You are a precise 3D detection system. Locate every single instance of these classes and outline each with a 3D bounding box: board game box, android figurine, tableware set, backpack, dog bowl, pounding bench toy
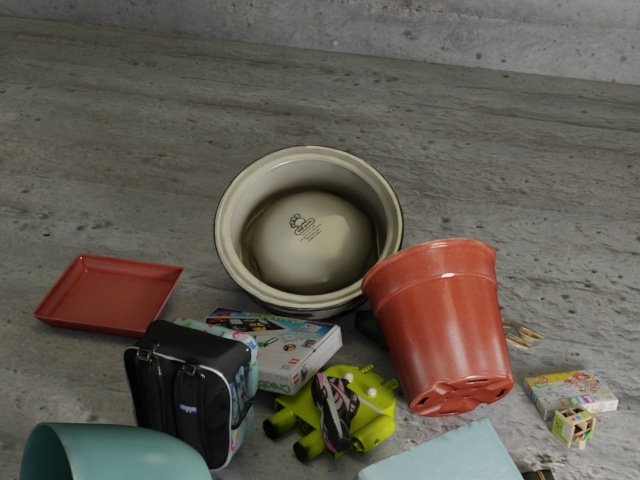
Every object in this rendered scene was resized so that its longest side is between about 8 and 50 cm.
[{"bbox_3d":[0.492,0.302,1.974,0.154,0.026,0.103,-6,32,-13],"label":"board game box"},{"bbox_3d":[-0.135,0.215,1.995,0.305,0.053,0.193,6,27,31],"label":"board game box"},{"bbox_3d":[0.031,0.316,1.895,0.272,0.056,0.248,-25,40,-35],"label":"android figurine"},{"bbox_3d":[0.395,0.187,2.119,0.141,0.020,0.168,29,14,25],"label":"tableware set"},{"bbox_3d":[-0.220,0.271,1.762,0.225,0.254,0.191,11,27,21],"label":"backpack"},{"bbox_3d":[-0.023,-0.001,2.192,0.407,0.150,0.408,-1,61,2],"label":"dog bowl"},{"bbox_3d":[0.483,0.352,1.864,0.065,0.052,0.083,-13,34,-25],"label":"pounding bench toy"}]

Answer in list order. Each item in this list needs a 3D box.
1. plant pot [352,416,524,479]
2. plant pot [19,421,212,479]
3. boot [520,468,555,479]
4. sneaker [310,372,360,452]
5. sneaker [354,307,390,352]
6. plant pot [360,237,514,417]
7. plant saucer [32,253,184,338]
[{"bbox_3d":[0.192,0.463,1.485,0.247,0.248,0.252,-15,51,-28],"label":"plant pot"},{"bbox_3d":[-0.297,0.413,1.502,0.235,0.293,0.293,2,26,-33],"label":"plant pot"},{"bbox_3d":[0.333,0.458,1.668,0.137,0.077,0.198,-3,17,1],"label":"boot"},{"bbox_3d":[0.039,0.303,1.805,0.077,0.072,0.178,2,38,-15],"label":"sneaker"},{"bbox_3d":[0.190,0.135,2.169,0.130,0.109,0.286,22,33,40],"label":"sneaker"},{"bbox_3d":[0.237,0.178,1.902,0.272,0.272,0.265,-5,62,-13],"label":"plant pot"},{"bbox_3d":[-0.456,0.127,2.189,0.258,0.048,0.259,7,32,8],"label":"plant saucer"}]
